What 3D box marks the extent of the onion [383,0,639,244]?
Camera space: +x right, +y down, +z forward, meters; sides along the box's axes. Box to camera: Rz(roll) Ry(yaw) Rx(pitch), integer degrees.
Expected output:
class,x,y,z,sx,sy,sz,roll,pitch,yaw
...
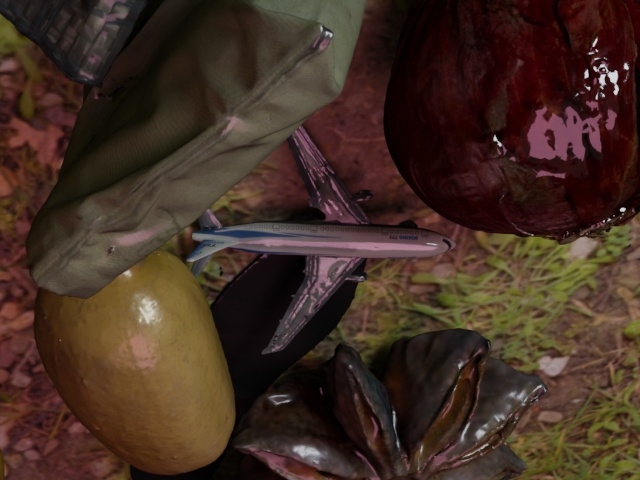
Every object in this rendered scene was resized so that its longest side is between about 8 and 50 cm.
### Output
class,x,y,z,sx,sy,sz,roll,pitch,yaw
onion,0.182,-0.111,1.061,0.281,0.281,0.221,25,161,-33

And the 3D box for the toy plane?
class,x,y,z,sx,sy,sz,roll,pitch,yaw
toy plane,-0.002,-0.002,1.184,0.226,0.058,0.226,-3,118,-13

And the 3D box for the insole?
class,x,y,z,sx,sy,sz,roll,pitch,yaw
insole,-0.071,0.112,1.298,0.119,0.009,0.348,18,121,-28

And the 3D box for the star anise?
class,x,y,z,sx,sy,sz,roll,pitch,yaw
star anise,0.053,0.188,1.331,0.331,0.118,0.332,-15,135,-15

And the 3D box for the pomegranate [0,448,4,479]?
class,x,y,z,sx,sy,sz,roll,pitch,yaw
pomegranate,-0.361,0.206,1.180,0.196,0.196,0.196,-9,131,-11

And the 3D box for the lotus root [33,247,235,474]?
class,x,y,z,sx,sy,sz,roll,pitch,yaw
lotus root,-0.151,0.096,1.166,0.146,0.131,0.303,6,139,22

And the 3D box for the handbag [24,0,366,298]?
class,x,y,z,sx,sy,sz,roll,pitch,yaw
handbag,-0.071,-0.116,0.918,0.109,0.316,0.253,42,117,-19

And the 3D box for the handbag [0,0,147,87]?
class,x,y,z,sx,sy,sz,roll,pitch,yaw
handbag,-0.189,-0.233,0.850,0.270,0.088,0.175,44,111,7
